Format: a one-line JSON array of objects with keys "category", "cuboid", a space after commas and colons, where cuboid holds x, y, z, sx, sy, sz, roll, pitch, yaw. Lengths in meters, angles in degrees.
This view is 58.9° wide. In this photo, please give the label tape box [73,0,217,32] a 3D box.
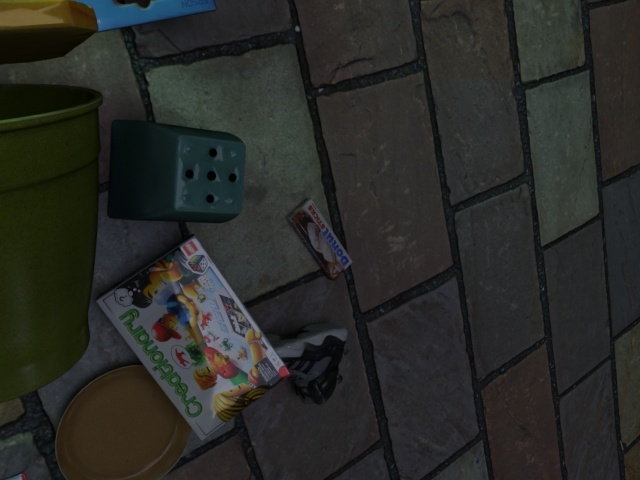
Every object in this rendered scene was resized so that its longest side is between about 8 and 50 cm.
[{"category": "label tape box", "cuboid": [-0.325, -0.489, 0.848, 0.241, 0.106, 0.333, -24, 111, -29]}]

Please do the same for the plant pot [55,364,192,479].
[{"category": "plant pot", "cuboid": [-0.340, 0.330, 0.995, 0.236, 0.032, 0.236, -5, 100, -33]}]

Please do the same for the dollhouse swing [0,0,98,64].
[{"category": "dollhouse swing", "cuboid": [-0.478, -0.318, 0.617, 0.305, 0.347, 0.315, -33, 114, -26]}]

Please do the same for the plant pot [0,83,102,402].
[{"category": "plant pot", "cuboid": [-0.445, 0.004, 0.717, 0.367, 0.366, 0.352, -15, 117, -32]}]

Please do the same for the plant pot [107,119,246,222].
[{"category": "plant pot", "cuboid": [-0.218, -0.106, 0.896, 0.166, 0.234, 0.165, 1, 95, -35]}]

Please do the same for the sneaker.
[{"category": "sneaker", "cuboid": [-0.054, 0.262, 1.139, 0.269, 0.101, 0.153, -8, 98, -36]}]

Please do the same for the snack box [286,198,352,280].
[{"category": "snack box", "cuboid": [0.000, 0.000, 1.190, 0.064, 0.022, 0.178, -46, 119, -22]}]

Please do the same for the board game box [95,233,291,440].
[{"category": "board game box", "cuboid": [-0.214, 0.167, 0.984, 0.193, 0.053, 0.305, -36, 102, -11]}]

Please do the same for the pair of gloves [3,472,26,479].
[{"category": "pair of gloves", "cuboid": [-0.538, 0.462, 0.883, 0.159, 0.023, 0.198, -6, 99, -34]}]
